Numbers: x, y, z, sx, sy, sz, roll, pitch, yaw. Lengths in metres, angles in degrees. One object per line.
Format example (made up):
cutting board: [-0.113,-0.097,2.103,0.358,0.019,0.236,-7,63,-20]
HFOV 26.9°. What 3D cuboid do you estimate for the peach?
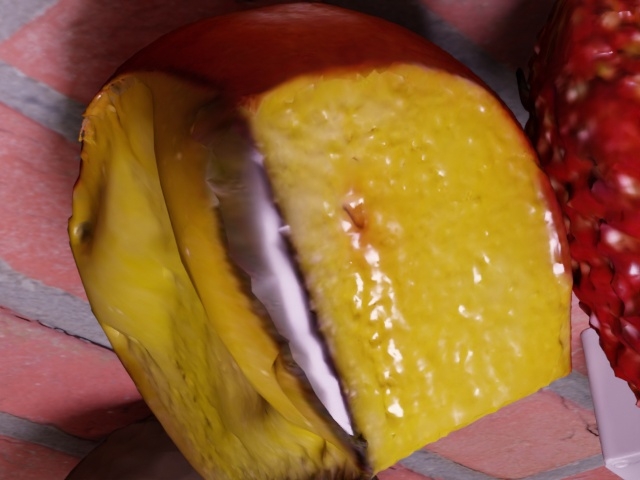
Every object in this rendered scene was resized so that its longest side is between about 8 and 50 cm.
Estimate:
peach: [0.000,0.000,0.848,0.242,0.306,0.380,-31,175,-21]

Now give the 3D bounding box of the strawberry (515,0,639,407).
strawberry: [0.254,-0.030,0.855,0.343,0.292,0.292,47,135,-5]

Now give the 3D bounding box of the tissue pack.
tissue pack: [0.378,0.171,1.302,0.159,0.136,0.246,-19,147,27]

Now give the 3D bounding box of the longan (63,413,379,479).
longan: [-0.092,0.373,1.371,0.404,0.404,0.436,-3,147,0]
